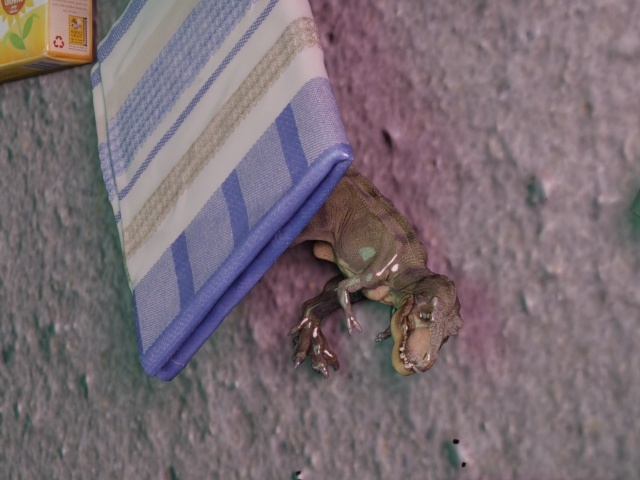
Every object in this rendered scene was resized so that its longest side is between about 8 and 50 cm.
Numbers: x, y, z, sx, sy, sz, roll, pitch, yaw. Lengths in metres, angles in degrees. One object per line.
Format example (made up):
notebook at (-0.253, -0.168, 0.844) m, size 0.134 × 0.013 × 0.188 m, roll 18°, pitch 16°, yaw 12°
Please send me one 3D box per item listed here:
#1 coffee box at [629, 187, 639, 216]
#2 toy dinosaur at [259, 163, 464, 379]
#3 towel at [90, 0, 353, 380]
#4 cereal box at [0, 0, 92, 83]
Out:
coffee box at (0.232, -0.016, 0.776) m, size 0.184 × 0.040 × 0.113 m, roll 42°, pitch 117°, yaw 40°
toy dinosaur at (0.000, 0.000, 1.015) m, size 0.118 × 0.064 × 0.268 m, roll -53°, pitch 48°, yaw 26°
towel at (-0.065, -0.080, 1.049) m, size 0.209 × 0.034 × 0.285 m, roll -49°, pitch 38°, yaw 32°
cereal box at (-0.232, -0.237, 1.281) m, size 0.173 × 0.047 × 0.240 m, roll -4°, pitch 84°, yaw 46°
